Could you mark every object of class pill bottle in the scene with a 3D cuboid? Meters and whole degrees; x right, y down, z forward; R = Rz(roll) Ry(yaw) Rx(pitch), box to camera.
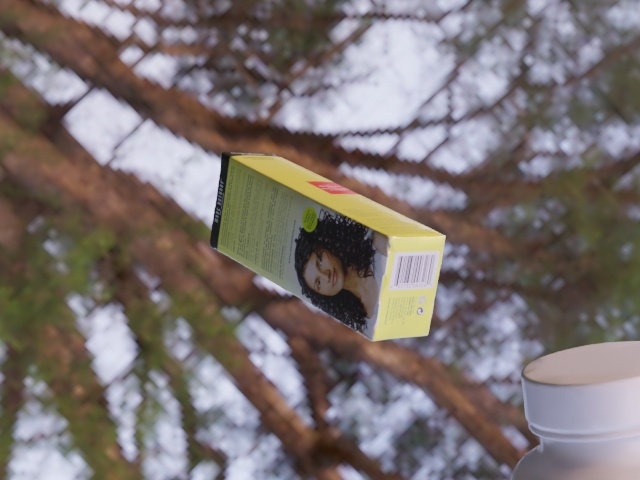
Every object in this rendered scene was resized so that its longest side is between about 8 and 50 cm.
[{"bbox_3d":[0.148,0.151,0.916,0.108,0.193,0.108,-9,-172,1],"label":"pill bottle"}]

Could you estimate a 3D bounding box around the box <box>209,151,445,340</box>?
[{"bbox_3d":[0.000,0.000,1.496,0.232,0.058,0.087,27,-67,51],"label":"box"}]
